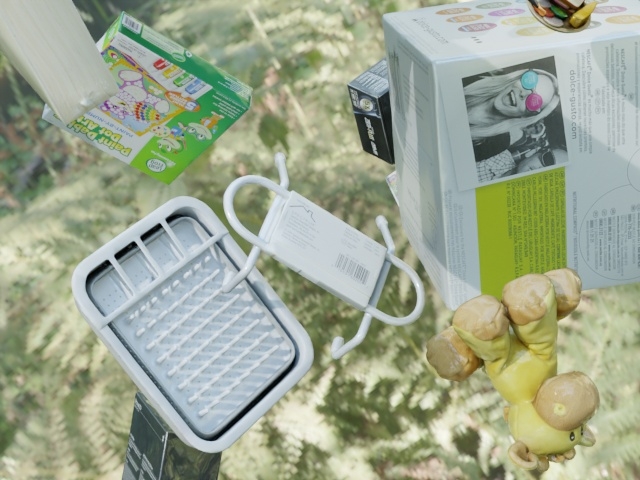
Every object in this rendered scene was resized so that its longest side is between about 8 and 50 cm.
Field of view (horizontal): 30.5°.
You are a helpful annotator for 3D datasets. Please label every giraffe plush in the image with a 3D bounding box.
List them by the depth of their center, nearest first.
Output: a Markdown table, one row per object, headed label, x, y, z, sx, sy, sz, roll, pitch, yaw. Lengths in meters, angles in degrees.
| label | x | y | z | sx | sy | sz | roll | pitch | yaw |
| --- | --- | --- | --- | --- | --- | --- | --- | --- | --- |
| giraffe plush | 0.224 | 0.153 | 1.253 | 0.181 | 0.210 | 0.171 | -22 | 66 | -15 |

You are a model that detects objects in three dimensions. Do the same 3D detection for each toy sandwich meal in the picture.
| label | x | y | z | sx | sy | sz | roll | pitch | yaw |
| --- | --- | --- | --- | --- | --- | --- | --- | --- | --- |
| toy sandwich meal | 0.261 | -0.258 | 1.262 | 0.085 | 0.029 | 0.086 | 10 | 52 | -13 |

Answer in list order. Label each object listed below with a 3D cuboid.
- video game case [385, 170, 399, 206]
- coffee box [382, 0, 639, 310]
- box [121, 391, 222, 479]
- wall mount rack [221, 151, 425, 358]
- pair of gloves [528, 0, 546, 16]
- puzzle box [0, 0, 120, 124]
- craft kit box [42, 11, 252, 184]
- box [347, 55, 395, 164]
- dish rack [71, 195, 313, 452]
| label | x | y | z | sx | sy | sz | roll | pitch | yaw |
| --- | --- | --- | --- | --- | --- | --- | --- | --- | --- |
| video game case | 0.177 | -0.084 | 2.143 | 0.087 | 0.011 | 0.122 | -34 | 71 | 28 |
| coffee box | 0.288 | -0.141 | 1.602 | 0.334 | 0.338 | 0.338 | -9 | 22 | -4 |
| box | -0.247 | 0.369 | 1.919 | 0.103 | 0.184 | 0.261 | 6 | 5 | -20 |
| wall mount rack | 0.000 | 0.000 | 1.800 | 0.130 | 0.350 | 0.304 | -41 | 21 | 50 |
| pair of gloves | 0.190 | -0.262 | 1.164 | 0.010 | 0.074 | 0.083 | -37 | 52 | 17 |
| puzzle box | -0.292 | -0.296 | 0.817 | 0.052 | 0.409 | 0.272 | -34 | 42 | -11 |
| craft kit box | -0.281 | -0.222 | 1.899 | 0.246 | 0.249 | 0.061 | -36 | 36 | 42 |
| box | 0.147 | -0.242 | 1.997 | 0.180 | 0.147 | 0.077 | -37 | 45 | -24 |
| dish rack | -0.191 | 0.126 | 1.722 | 0.285 | 0.333 | 0.072 | -40 | 2 | -42 |
